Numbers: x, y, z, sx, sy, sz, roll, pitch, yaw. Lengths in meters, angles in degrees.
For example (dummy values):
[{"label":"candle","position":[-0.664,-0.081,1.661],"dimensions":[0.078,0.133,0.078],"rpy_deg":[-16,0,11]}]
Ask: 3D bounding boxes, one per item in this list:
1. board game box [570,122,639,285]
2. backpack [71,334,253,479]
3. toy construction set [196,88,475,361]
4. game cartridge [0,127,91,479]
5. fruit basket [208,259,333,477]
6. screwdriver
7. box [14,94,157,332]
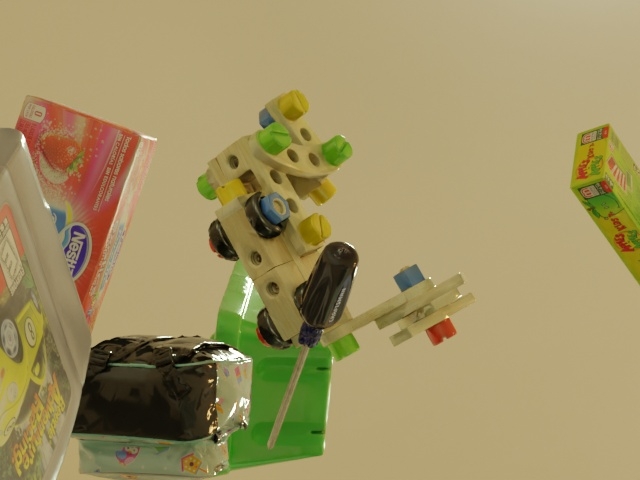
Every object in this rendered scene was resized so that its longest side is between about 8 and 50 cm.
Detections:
[{"label":"board game box","position":[0.354,-0.038,1.531],"dimensions":[0.043,0.092,0.181],"rpy_deg":[-18,-52,34]},{"label":"backpack","position":[-0.149,0.159,1.277],"dimensions":[0.166,0.188,0.144],"rpy_deg":[-3,-86,15]},{"label":"toy construction set","position":[0.000,0.000,1.367],"dimensions":[0.327,0.215,0.151],"rpy_deg":[49,-59,13]},{"label":"game cartridge","position":[-0.213,0.079,0.817],"dimensions":[0.060,0.294,0.196],"rpy_deg":[-3,-59,8]},{"label":"fruit basket","position":[-0.165,0.191,1.948],"dimensions":[0.392,0.392,0.282],"rpy_deg":[6,-77,2]},{"label":"screwdriver","position":[-0.011,0.065,0.706],"dimensions":[0.024,0.025,0.170],"rpy_deg":[30,-50,10]},{"label":"box","position":[-0.312,-0.005,1.552],"dimensions":[0.142,0.154,0.300],"rpy_deg":[20,-88,-1]}]
